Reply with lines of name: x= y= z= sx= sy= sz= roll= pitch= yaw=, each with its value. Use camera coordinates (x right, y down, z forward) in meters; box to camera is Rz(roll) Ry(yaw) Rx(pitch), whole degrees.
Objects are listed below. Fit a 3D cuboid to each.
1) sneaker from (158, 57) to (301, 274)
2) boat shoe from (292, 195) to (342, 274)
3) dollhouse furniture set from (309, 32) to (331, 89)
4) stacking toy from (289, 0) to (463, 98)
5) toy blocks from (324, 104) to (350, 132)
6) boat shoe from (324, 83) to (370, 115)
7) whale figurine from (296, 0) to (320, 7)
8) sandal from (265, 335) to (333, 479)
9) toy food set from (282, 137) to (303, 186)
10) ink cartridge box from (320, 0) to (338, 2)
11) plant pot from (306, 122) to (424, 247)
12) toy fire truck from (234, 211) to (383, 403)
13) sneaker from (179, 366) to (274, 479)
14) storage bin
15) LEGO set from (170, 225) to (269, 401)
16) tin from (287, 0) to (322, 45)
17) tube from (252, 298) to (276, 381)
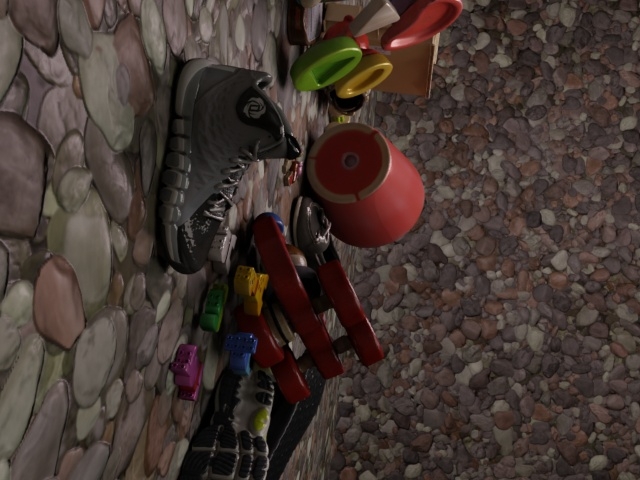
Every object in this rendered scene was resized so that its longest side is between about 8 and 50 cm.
sneaker: x=-0.089 y=-0.071 z=0.681 sx=0.086 sy=0.132 sz=0.228 roll=-32 pitch=128 yaw=-80
boat shoe: x=0.000 y=0.000 z=1.510 sx=0.335 sy=0.096 sz=0.112 roll=81 pitch=17 yaw=-63
dollhouse furniture set: x=0.011 y=-0.376 z=1.376 sx=0.081 sy=0.091 sz=0.114 roll=-112 pitch=-157 yaw=-74
stacking toy: x=0.073 y=-0.389 z=1.164 sx=0.279 sy=0.309 sz=0.130 roll=-17 pitch=78 yaw=-50
toy blocks: x=0.048 y=-0.285 z=1.764 sx=0.148 sy=0.054 sz=0.123 roll=80 pitch=19 yaw=-65
boat shoe: x=0.062 y=-0.351 z=1.536 sx=0.324 sy=0.117 sz=0.096 roll=125 pitch=-21 yaw=-83
whale figurine: x=-0.036 y=-0.429 z=0.888 sx=0.272 sy=0.141 sz=0.216 roll=-41 pitch=143 yaw=-41
sandal: x=-0.089 y=0.327 z=1.220 sx=0.445 sy=0.107 sz=0.167 roll=-56 pitch=156 yaw=-46
toy food set: x=-0.051 y=-0.149 z=1.295 sx=0.122 sy=0.019 sz=0.078 roll=-74 pitch=168 yaw=-48
ink cartridge box: x=0.035 y=-0.548 z=1.119 sx=0.273 sy=0.114 sz=0.197 roll=-74 pitch=157 yaw=-51
plant pot: x=0.093 y=-0.141 z=1.544 sx=0.243 sy=0.275 sz=0.275 roll=46 pitch=51 yaw=-67
toy fire truck: x=-0.040 y=0.087 z=1.032 sx=0.254 sy=0.169 sz=0.302 roll=62 pitch=-2 yaw=41
sneaker: x=-0.121 y=0.301 z=0.914 sx=0.275 sy=0.107 sz=0.110 roll=-70 pitch=174 yaw=-58
storage bin: x=0.145 y=-0.469 z=1.555 sx=0.260 sy=0.262 sz=0.123 roll=75 pitch=25 yaw=-70
LEGO set: x=-0.114 y=0.077 z=0.803 sx=0.093 sy=0.087 sz=0.227 roll=82 pitch=15 yaw=-62
tin: x=-0.025 y=-0.418 z=1.205 sx=0.189 sy=0.040 sz=0.106 roll=-66 pitch=157 yaw=-64
tube: x=-0.081 y=0.134 z=1.201 sx=0.070 sy=0.062 sz=0.240 roll=-34 pitch=-136 yaw=52
